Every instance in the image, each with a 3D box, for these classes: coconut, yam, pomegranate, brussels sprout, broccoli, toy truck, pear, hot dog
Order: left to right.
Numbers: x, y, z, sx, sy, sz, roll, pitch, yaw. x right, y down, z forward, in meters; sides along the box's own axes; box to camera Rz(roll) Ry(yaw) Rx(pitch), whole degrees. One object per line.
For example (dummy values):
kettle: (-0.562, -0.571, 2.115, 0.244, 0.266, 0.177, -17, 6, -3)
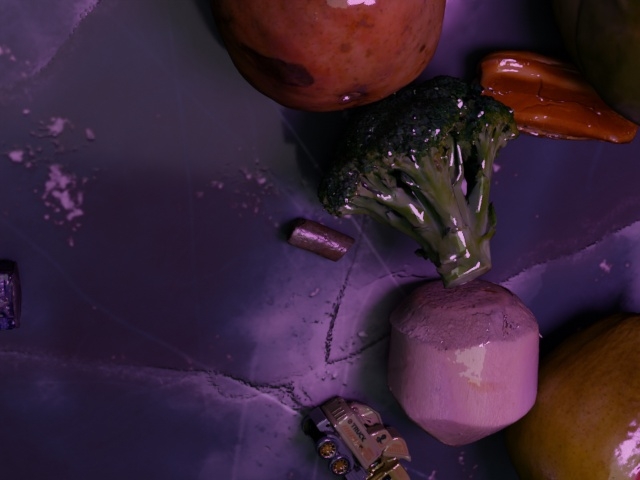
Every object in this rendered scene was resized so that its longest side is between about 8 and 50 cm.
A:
yam: (0.000, 0.000, 1.364, 0.094, 0.043, 0.043, 23, 104, -19)
pomegranate: (0.012, -0.282, 1.139, 0.281, 0.281, 0.281, -5, 111, -12)
toy truck: (0.063, 0.309, 1.477, 0.116, 0.085, 0.191, -36, 112, -4)
broccoli: (0.123, -0.066, 1.256, 0.254, 0.269, 0.269, -21, 118, -38)
coconut: (0.196, 0.176, 1.392, 0.224, 0.224, 0.234, -12, 111, -9)
hot dog: (0.325, -0.190, 1.352, 0.269, 0.072, 0.115, 11, 107, -19)
pear: (0.429, 0.250, 1.443, 0.287, 0.287, 0.375, 18, 92, -19)
brussels sprout: (0.449, -0.314, 1.214, 0.315, 0.276, 0.371, 15, 90, -9)

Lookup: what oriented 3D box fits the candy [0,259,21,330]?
candy: (-0.538, 0.075, 1.254, 0.312, 0.061, 0.088, -2, 112, -12)
